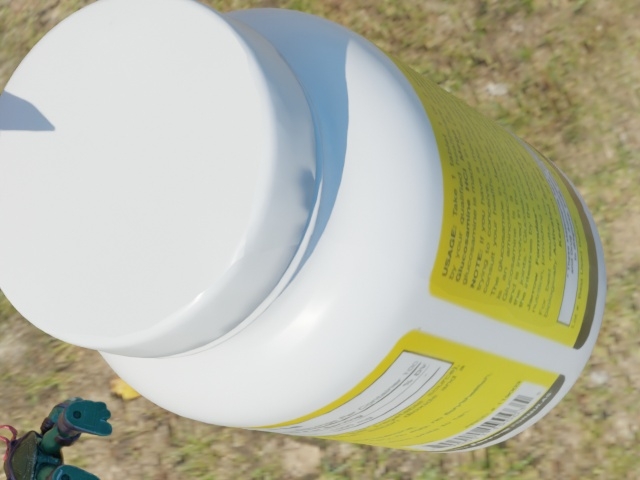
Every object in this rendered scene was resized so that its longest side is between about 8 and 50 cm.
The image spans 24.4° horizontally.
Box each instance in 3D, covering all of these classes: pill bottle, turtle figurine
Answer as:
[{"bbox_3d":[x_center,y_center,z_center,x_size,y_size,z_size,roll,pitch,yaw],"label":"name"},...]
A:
[{"bbox_3d":[0.000,0.000,0.708,0.334,0.188,0.188,21,67,-59],"label":"pill bottle"},{"bbox_3d":[-0.305,0.263,1.704,0.118,0.234,0.175,-3,74,-25],"label":"turtle figurine"}]
